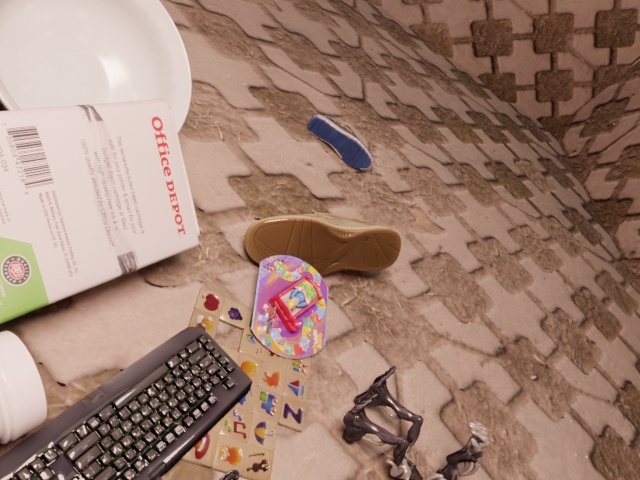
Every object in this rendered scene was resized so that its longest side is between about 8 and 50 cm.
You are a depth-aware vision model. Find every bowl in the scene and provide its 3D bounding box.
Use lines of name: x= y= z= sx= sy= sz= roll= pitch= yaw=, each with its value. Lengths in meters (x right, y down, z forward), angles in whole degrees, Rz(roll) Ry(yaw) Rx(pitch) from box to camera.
bowl: x=-0.351 y=-0.251 z=0.697 sx=0.297 sy=0.134 sz=0.298 roll=5 pitch=84 yaw=-48

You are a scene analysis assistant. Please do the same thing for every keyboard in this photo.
keyboard: x=-0.186 y=0.241 z=0.513 sx=0.201 sy=0.033 sz=0.317 roll=48 pitch=42 yaw=5

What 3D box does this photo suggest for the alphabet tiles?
alphabet tiles: x=-0.104 y=0.196 z=0.655 sx=0.198 sy=0.009 sz=0.237 roll=28 pitch=42 yaw=-20

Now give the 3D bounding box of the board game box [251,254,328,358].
board game box: x=-0.035 y=0.097 z=0.741 sx=0.133 sy=0.033 sz=0.169 roll=21 pitch=57 yaw=-28

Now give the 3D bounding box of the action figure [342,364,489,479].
action figure: x=0.156 y=0.323 z=0.667 sx=0.276 sy=0.141 sz=0.164 roll=48 pitch=37 yaw=10

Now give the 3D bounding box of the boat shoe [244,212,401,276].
boat shoe: x=0.000 y=0.000 z=0.861 sx=0.302 sy=0.109 sz=0.098 roll=1 pitch=18 yaw=-28

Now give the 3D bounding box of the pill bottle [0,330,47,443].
pill bottle: x=-0.352 y=0.157 z=0.382 sx=0.208 sy=0.119 sz=0.119 roll=-21 pitch=71 yaw=-48

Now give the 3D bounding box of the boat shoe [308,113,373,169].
boat shoe: x=0.059 y=-0.248 z=1.150 sx=0.183 sy=0.066 sz=0.066 roll=40 pitch=37 yaw=-6

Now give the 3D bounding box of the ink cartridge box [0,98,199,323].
ink cartridge box: x=-0.296 y=-0.049 z=0.552 sx=0.273 sy=0.114 sz=0.199 roll=-27 pitch=113 yaw=-51
